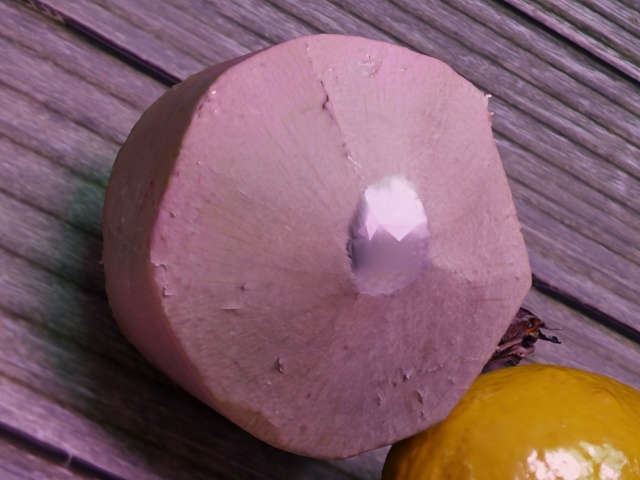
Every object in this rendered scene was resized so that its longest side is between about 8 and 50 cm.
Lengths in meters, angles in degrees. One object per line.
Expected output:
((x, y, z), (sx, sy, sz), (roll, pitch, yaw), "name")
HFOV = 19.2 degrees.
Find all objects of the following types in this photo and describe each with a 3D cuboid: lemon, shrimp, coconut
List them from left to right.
((0.000, 0.000, 1.368), (0.297, 0.297, 0.309), (26, -3, -20), "coconut")
((0.141, 0.081, 1.666), (0.190, 0.073, 0.075), (0, 54, -37), "shrimp")
((0.171, 0.206, 1.407), (0.288, 0.233, 0.233), (11, 43, -40), "lemon")
